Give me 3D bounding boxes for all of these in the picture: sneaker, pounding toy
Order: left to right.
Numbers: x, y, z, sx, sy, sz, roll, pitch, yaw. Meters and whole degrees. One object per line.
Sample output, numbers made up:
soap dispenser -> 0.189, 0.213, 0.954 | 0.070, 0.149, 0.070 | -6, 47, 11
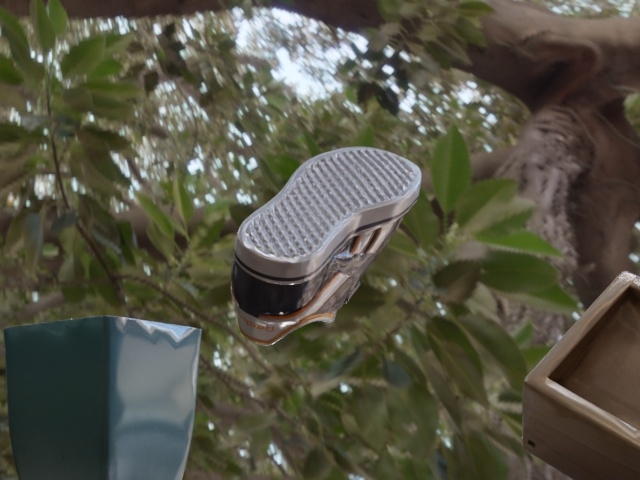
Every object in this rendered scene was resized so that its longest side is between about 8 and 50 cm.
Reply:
sneaker -> 0.000, 0.000, 1.305 | 0.126, 0.321, 0.127 | 26, -56, 21
pounding toy -> 0.216, 0.102, 0.734 | 0.141, 0.130, 0.100 | -42, -35, -28

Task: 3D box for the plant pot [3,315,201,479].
plant pot -> -0.248, 0.216, 1.371 | 0.166, 0.165, 0.234 | 14, -109, -56
